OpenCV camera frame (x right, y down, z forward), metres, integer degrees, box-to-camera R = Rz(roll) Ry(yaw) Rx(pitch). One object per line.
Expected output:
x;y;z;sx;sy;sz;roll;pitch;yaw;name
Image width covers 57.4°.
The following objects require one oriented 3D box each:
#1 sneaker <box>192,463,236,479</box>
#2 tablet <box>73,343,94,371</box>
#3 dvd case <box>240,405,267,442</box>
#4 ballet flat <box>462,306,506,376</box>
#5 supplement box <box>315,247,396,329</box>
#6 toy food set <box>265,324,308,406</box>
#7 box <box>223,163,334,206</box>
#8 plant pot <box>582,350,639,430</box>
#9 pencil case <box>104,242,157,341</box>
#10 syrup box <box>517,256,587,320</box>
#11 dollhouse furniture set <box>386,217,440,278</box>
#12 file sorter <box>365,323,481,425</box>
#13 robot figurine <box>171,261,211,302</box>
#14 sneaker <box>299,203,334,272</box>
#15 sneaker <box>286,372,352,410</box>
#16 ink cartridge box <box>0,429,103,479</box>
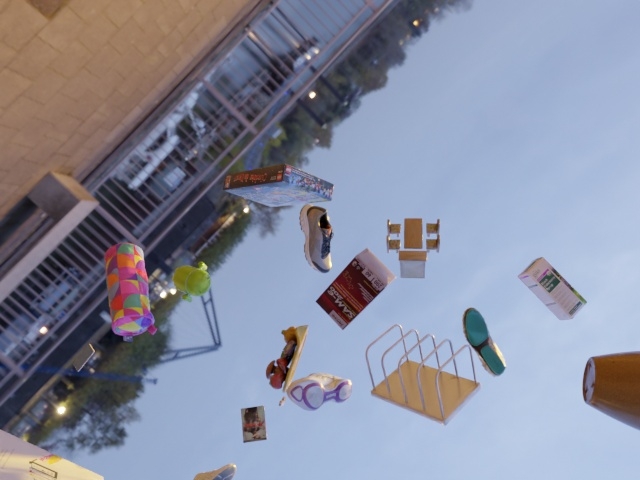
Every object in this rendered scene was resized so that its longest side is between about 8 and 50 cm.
-0.289;0.615;1.505;0.152;0.054;0.061;-29;-145;-19;sneaker
-0.782;0.387;1.934;0.083;0.006;0.054;-52;-135;-6;tablet
-0.238;0.657;2.093;0.087;0.120;0.013;-7;159;1;dvd case
0.507;0.326;1.867;0.091;0.241;0.077;-25;-179;-12;ballet flat
0.104;0.150;1.782;0.073;0.130;0.239;-32;164;-53;supplement box
-0.096;0.308;1.480;0.128;0.071;0.218;69;39;-82;toy food set
-0.105;-0.130;1.426;0.233;0.159;0.044;-2;-105;46;box
0.789;0.366;1.432;0.237;0.254;0.237;8;90;-77;plant pot
-0.456;0.119;1.394;0.104;0.104;0.237;-42;-130;26;pencil case
0.871;0.183;2.207;0.093;0.237;0.096;-42;176;-12;syrup box
0.368;0.007;2.325;0.161;0.211;0.242;74;19;-60;dollhouse furniture set
0.299;0.384;1.744;0.192;0.173;0.277;-30;-153;-37;file sorter
-0.313;0.098;1.428;0.115;0.067;0.101;11;-109;44;robot figurine
0.000;0.000;2.154;0.107;0.272;0.100;5;-152;36;sneaker
-0.026;0.553;2.166;0.152;0.305;0.114;10;-92;45;sneaker
-0.525;0.467;0.998;0.171;0.232;0.168;-58;-165;-1;ink cartridge box
